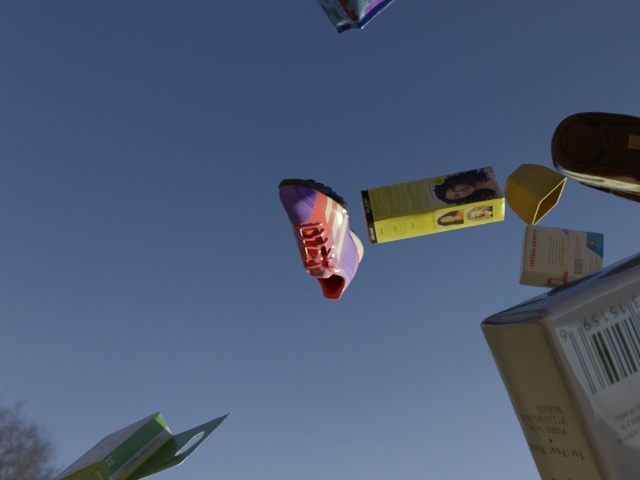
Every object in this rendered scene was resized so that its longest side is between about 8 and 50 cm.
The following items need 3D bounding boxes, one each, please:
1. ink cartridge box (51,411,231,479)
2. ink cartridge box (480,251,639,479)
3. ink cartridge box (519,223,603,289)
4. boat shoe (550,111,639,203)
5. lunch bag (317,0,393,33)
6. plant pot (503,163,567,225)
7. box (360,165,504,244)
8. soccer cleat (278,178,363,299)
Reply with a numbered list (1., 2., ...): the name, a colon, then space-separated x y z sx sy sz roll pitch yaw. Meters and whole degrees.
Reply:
1. ink cartridge box: -0.270 0.311 1.080 0.235 0.171 0.056 -29 -88 20
2. ink cartridge box: 0.249 0.106 0.386 0.239 0.275 0.060 70 -21 3
3. ink cartridge box: 0.384 0.030 1.160 0.122 0.089 0.052 9 -28 9
4. boat shoe: 0.367 -0.072 0.729 0.257 0.095 0.095 19 -7 22
5. lunch bag: 0.101 -0.554 1.299 0.221 0.293 0.138 53 -5 -19
6. plant pot: 0.383 -0.091 1.317 0.083 0.081 0.081 40 -23 26
7. box: 0.189 -0.060 1.234 0.232 0.087 0.058 -12 -46 3
8. soccer cleat: 0.000 0.000 1.305 0.108 0.116 0.318 8 -24 22
